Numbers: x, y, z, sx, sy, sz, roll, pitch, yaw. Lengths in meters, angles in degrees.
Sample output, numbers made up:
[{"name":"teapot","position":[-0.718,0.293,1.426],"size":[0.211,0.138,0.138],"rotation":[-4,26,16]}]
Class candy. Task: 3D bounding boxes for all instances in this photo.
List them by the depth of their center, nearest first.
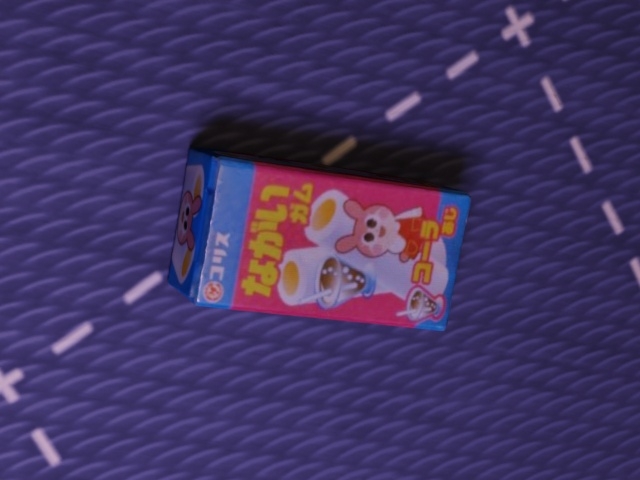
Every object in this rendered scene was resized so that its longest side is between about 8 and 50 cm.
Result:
[{"name":"candy","position":[0.000,0.000,1.694],"size":[0.306,0.100,0.157],"rotation":[7,98,-25]}]
